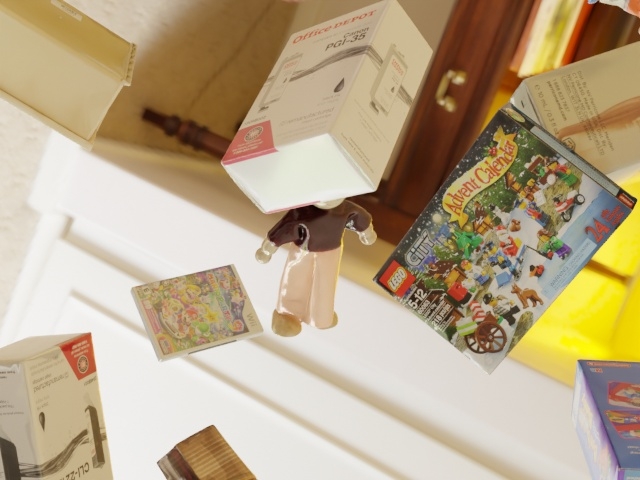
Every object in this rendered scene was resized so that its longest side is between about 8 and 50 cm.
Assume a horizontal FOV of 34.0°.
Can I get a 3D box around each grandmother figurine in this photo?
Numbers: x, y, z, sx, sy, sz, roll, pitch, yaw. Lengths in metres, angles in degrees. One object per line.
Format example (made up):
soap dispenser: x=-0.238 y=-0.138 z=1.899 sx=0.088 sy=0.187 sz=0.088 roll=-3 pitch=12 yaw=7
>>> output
grandmother figurine: x=0.000 y=0.000 z=1.700 sx=0.207 sy=0.104 sz=0.342 roll=-17 pitch=134 yaw=-28

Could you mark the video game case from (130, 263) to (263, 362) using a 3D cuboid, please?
video game case: x=-0.130 y=0.075 z=1.108 sx=0.122 sy=0.087 sz=0.011 roll=-13 pitch=155 yaw=-31

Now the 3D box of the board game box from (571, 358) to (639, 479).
board game box: x=0.453 y=0.215 z=1.076 sx=0.233 sy=0.347 sz=0.078 roll=-78 pitch=170 yaw=-69

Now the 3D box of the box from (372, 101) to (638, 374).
box: x=0.180 y=0.001 z=1.055 sx=0.233 sy=0.159 sz=0.044 roll=-56 pitch=172 yaw=28

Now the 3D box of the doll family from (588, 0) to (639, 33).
doll family: x=0.445 y=-0.374 z=1.271 sx=0.118 sy=0.163 sz=0.263 roll=-51 pitch=157 yaw=-34

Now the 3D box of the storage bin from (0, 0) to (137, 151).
storage bin: x=-0.427 y=-0.295 z=1.599 sx=0.123 sy=0.262 sz=0.260 roll=-54 pitch=-160 yaw=17

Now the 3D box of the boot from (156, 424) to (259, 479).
boot: x=-0.154 y=0.340 z=1.049 sx=0.283 sy=0.220 sz=0.109 roll=-25 pitch=165 yaw=-39

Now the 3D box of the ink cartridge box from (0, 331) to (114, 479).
ink cartridge box: x=-0.408 y=0.288 z=1.528 sx=0.197 sy=0.114 sz=0.273 roll=-25 pitch=109 yaw=-72

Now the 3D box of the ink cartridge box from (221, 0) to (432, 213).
ink cartridge box: x=0.013 y=-0.190 z=1.476 sx=0.117 sy=0.207 sz=0.283 roll=48 pitch=48 yaw=-31

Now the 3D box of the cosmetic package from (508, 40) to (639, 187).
cosmetic package: x=0.363 y=-0.142 z=1.148 sx=0.296 sy=0.129 sz=0.153 roll=-20 pitch=169 yaw=-5
